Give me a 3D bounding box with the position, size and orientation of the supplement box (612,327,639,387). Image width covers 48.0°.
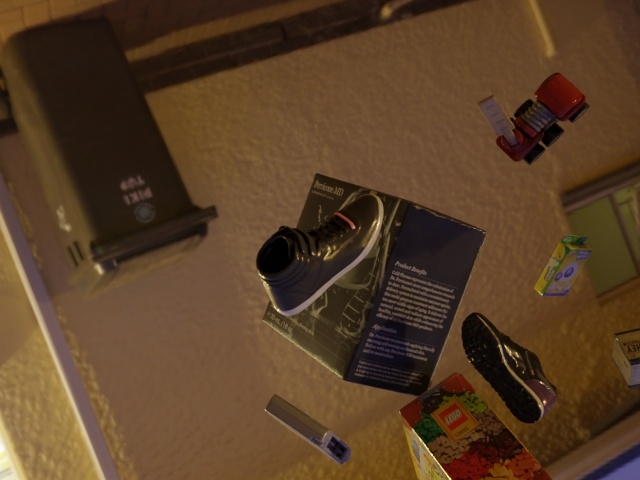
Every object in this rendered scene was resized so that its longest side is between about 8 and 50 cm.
[{"bbox_3d":[0.651,0.243,1.492,0.056,0.083,0.083,-13,-140,3],"label":"supplement box"}]

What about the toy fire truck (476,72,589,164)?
[{"bbox_3d":[0.480,-0.294,1.657,0.217,0.158,0.246,-47,166,23],"label":"toy fire truck"}]

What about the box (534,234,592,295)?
[{"bbox_3d":[0.665,0.068,1.950,0.105,0.179,0.043,2,-151,-35],"label":"box"}]

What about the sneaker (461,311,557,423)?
[{"bbox_3d":[0.448,0.287,1.709,0.124,0.283,0.107,-23,165,-40],"label":"sneaker"}]

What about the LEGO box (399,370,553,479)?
[{"bbox_3d":[0.412,0.634,1.876,0.193,0.372,0.500,-31,141,-11],"label":"LEGO box"}]

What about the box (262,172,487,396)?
[{"bbox_3d":[0.131,0.108,1.984,0.298,0.471,0.480,20,-178,-33],"label":"box"}]

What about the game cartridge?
[{"bbox_3d":[-0.035,0.481,1.837,0.060,0.196,0.294,-59,155,-16],"label":"game cartridge"}]

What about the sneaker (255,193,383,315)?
[{"bbox_3d":[0.000,0.000,1.345,0.296,0.105,0.147,-46,144,-9],"label":"sneaker"}]
